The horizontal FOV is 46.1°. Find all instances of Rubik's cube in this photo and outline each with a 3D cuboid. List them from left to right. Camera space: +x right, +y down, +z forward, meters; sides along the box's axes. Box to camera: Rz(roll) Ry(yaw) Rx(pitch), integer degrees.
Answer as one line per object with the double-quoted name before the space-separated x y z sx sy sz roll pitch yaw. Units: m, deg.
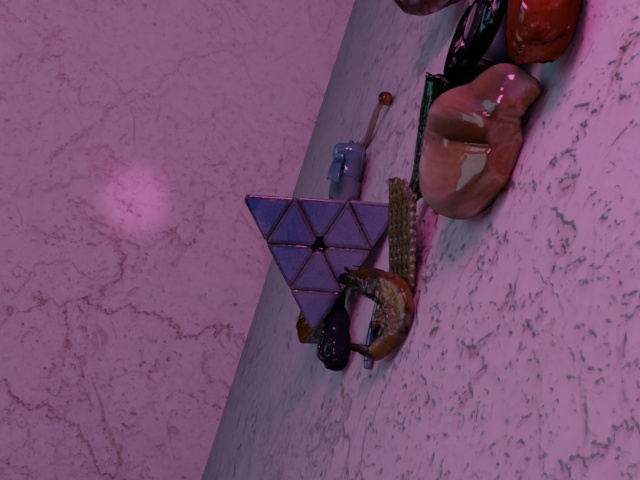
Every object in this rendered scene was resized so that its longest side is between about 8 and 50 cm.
"Rubik's cube" -0.001 0.002 1.571 0.228 0.228 0.233 -31 -36 -28

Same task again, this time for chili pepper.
"chili pepper" 0.186 -0.168 1.283 0.059 0.088 0.227 -30 -42 -82

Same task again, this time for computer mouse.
"computer mouse" 0.254 -0.300 1.110 0.233 0.096 0.137 128 165 -86

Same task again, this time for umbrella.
"umbrella" 0.029 0.171 1.546 0.248 0.070 0.071 -87 18 -55

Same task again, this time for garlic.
"garlic" 0.201 -0.140 1.066 0.228 0.110 0.218 -145 71 -80

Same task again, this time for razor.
"razor" 0.094 0.159 1.318 0.068 0.040 0.135 139 143 -73

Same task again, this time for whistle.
"whistle" 0.066 -0.152 1.923 0.186 0.093 0.274 77 -162 -53

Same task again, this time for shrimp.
"shrimp" 0.081 0.118 1.260 0.217 0.051 0.150 25 101 59

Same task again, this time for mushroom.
"mushroom" 0.125 -0.293 2.023 0.068 0.043 0.306 -56 -1 -32

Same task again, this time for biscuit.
"biscuit" 0.138 -0.011 1.272 0.144 0.016 0.203 170 101 -79

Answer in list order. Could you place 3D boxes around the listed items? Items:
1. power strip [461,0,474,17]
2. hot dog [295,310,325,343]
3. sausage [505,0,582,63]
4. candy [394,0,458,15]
"power strip" 0.276 -0.385 1.348 0.191 0.030 0.048 -81 13 -49
"hot dog" 0.009 0.117 1.743 0.144 0.075 0.268 -136 68 -83
"sausage" 0.299 -0.366 0.977 0.102 0.102 0.331 129 158 -64
"candy" 0.228 -0.591 1.485 0.157 0.214 0.290 -27 -28 -27
